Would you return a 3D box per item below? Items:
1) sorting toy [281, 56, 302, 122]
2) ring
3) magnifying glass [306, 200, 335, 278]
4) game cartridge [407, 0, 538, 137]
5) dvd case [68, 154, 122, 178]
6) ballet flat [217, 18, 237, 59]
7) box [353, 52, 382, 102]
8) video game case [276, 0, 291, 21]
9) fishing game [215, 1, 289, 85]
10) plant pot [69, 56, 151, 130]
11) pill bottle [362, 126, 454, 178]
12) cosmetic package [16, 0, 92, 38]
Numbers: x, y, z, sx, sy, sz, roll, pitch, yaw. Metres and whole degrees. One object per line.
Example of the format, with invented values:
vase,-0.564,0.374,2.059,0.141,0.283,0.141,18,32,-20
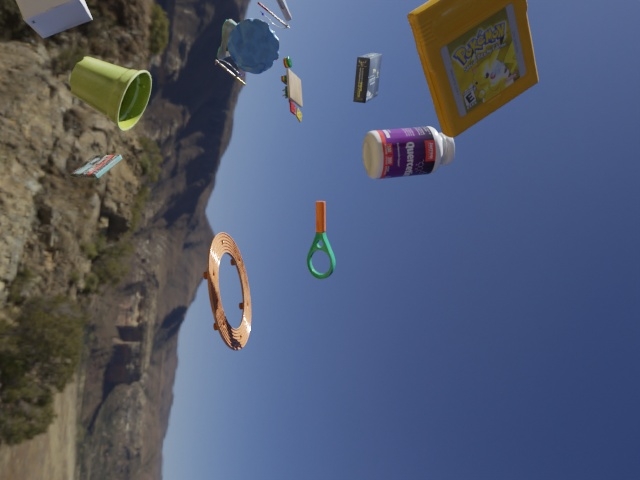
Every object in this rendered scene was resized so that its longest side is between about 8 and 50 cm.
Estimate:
sorting toy,-0.130,-0.668,2.368,0.132,0.046,0.275,14,71,-67
ring,-0.264,0.145,1.508,0.336,0.032,0.337,-10,90,-82
magnifying glass,0.000,0.000,1.556,0.092,0.026,0.231,5,-82,32
game cartridge,0.372,-0.449,1.249,0.053,0.285,0.324,49,-9,51
dvd case,-0.563,-0.185,1.323,0.087,0.119,0.013,-55,136,-36
ballet flat,-0.348,-0.747,2.014,0.072,0.068,0.213,-63,-174,-26
box,0.204,-0.699,2.267,0.233,0.059,0.183,-50,147,-61
video game case,-0.158,-0.832,1.670,0.193,0.023,0.212,52,17,-59
fishing game,-0.235,-0.688,1.874,0.264,0.189,0.041,-53,-153,13
plant pot,-0.902,-0.646,2.250,0.276,0.253,0.276,-154,-90,-88
pill bottle,0.331,-0.333,1.996,0.181,0.322,0.182,173,-90,-80
cosmetic package,-0.952,-0.908,1.786,0.155,0.197,0.366,157,-89,-83
